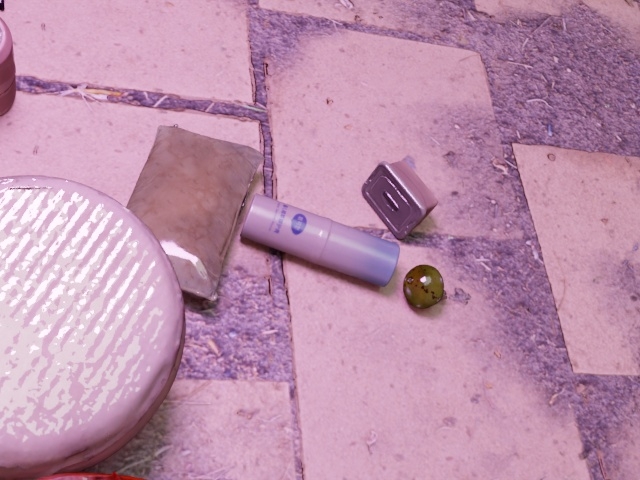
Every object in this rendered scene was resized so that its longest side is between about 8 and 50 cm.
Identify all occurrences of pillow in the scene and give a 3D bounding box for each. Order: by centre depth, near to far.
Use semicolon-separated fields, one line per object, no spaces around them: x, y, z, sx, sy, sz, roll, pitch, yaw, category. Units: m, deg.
-0.207;-0.056;1.282;0.184;0.075;0.302;16;55;-1;pillow

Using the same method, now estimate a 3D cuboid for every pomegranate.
0.174;0.074;1.353;0.073;0.073;0.084;52;31;15;pomegranate

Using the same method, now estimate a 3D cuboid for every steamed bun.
-0.359;0.110;1.017;0.374;0.241;0.375;6;75;-22;steamed bun

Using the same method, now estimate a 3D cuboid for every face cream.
0.000;0.000;1.325;0.250;0.077;0.077;19;55;-8;face cream

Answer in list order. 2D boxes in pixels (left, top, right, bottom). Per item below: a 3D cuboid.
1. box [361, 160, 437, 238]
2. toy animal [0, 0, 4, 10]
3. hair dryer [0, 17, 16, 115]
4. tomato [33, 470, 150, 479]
0.139;-0.075;1.421;0.062;0.089;0.122;-23;70;-41;box
-0.650;-0.552;1.426;0.324;0.090;0.195;27;78;-9;toy animal
-0.524;-0.151;1.185;0.106;0.189;0.344;12;71;-15;hair dryer
-0.287;0.406;0.895;0.338;0.143;0.338;5;81;-36;tomato
